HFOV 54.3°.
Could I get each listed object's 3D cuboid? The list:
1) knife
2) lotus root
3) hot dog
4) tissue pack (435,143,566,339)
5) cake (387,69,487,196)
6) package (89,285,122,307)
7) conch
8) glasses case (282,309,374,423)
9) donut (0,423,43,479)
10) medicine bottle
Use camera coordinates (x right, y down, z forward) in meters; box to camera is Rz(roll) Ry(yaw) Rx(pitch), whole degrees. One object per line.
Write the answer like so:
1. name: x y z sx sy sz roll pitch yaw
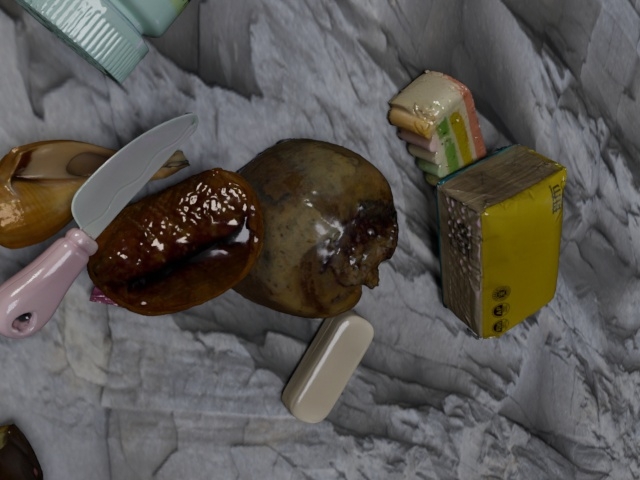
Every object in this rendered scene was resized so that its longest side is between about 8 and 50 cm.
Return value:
1. knife: -0.263 -0.034 0.724 0.336 0.043 0.081 -55 151 -11
2. lotus root: 0.000 0.000 0.881 0.272 0.192 0.272 -12 112 -33
3. hot dog: -0.178 0.002 0.787 0.227 0.099 0.160 -20 80 -2
4. tissue pack: 0.303 0.006 1.043 0.192 0.134 0.270 -27 129 -20
5. cake: 0.207 -0.152 0.990 0.109 0.090 0.225 -46 123 -12
6. package: -0.267 0.047 0.830 0.059 0.029 0.083 19 86 -27
7. conch: -0.309 -0.064 0.746 0.330 0.093 0.109 -25 100 -42
8. glasses case: 0.012 0.205 1.023 0.083 0.050 0.196 31 90 -35
9. donut: -0.510 0.395 0.755 0.345 0.136 0.259 -12 109 -23
10. medicine bottle: -0.180 -0.341 0.672 0.158 0.158 0.318 39 86 -32
